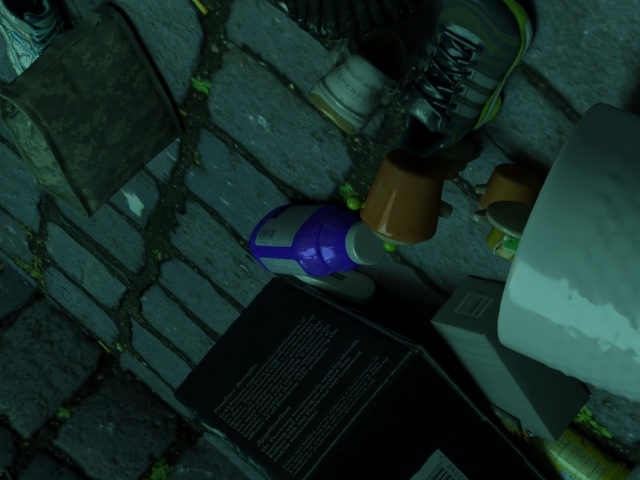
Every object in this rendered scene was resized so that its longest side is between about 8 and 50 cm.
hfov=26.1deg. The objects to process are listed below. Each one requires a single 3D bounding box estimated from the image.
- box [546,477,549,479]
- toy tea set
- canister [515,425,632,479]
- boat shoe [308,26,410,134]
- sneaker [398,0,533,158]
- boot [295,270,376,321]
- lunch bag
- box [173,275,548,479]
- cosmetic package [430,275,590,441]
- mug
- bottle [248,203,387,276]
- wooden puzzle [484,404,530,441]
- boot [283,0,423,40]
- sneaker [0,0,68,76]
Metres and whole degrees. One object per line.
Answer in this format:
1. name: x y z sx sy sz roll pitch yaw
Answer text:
1. box: 0.402 0.400 2.306 0.178 0.042 0.109 40 157 8
2. toy tea set: 0.202 -0.015 1.672 0.336 0.200 0.124 29 120 23
3. canister: 0.396 0.349 2.186 0.170 0.073 0.126 37 157 16
4. boat shoe: 0.063 -0.203 1.604 0.098 0.096 0.277 39 -158 -7
5. sneaker: 0.154 -0.187 1.551 0.111 0.121 0.300 35 156 17
6. boot: 0.011 0.075 2.326 0.190 0.069 0.086 30 149 26
7. lunch bag: -0.386 -0.220 2.232 0.169 0.235 0.287 32 156 32
8. box: 0.086 0.352 2.262 0.480 0.297 0.472 46 171 -28
9. cosmetic package: 0.280 0.176 2.029 0.127 0.107 0.238 13 146 52
10. mug: 0.398 0.048 1.438 0.328 0.276 0.374 23 -177 18
11. bottle: 0.000 0.000 2.151 0.092 0.118 0.283 53 155 -22
12. wooden puzzle: 0.278 0.272 2.068 0.083 0.006 0.049 31 158 33
13. boot: 0.071 -0.305 1.422 0.348 0.131 0.260 17 162 32
14. sneaker: -0.479 -0.350 2.325 0.283 0.110 0.122 52 153 -22
